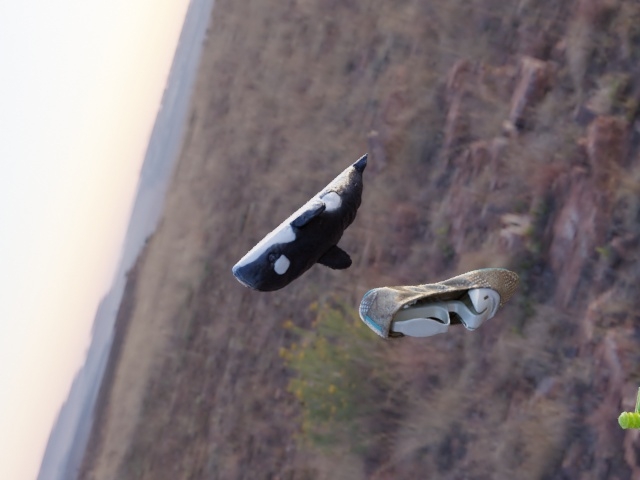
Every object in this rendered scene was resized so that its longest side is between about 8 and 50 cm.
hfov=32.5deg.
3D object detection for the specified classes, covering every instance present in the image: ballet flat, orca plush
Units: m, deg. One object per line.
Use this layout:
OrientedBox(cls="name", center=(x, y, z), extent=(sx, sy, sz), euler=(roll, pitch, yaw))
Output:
OrientedBox(cls="ballet flat", center=(0.148, 0.081, 1.273), extent=(0.067, 0.206, 0.073), euler=(-121, 26, -49))
OrientedBox(cls="orca plush", center=(0.000, 0.000, 1.507), extent=(0.151, 0.102, 0.287), euler=(-35, 6, 35))

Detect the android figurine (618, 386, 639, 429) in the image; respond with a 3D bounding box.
OrientedBox(cls="android figurine", center=(0.506, 0.231, 1.359), extent=(0.248, 0.272, 0.056), euler=(-148, 62, -68))
